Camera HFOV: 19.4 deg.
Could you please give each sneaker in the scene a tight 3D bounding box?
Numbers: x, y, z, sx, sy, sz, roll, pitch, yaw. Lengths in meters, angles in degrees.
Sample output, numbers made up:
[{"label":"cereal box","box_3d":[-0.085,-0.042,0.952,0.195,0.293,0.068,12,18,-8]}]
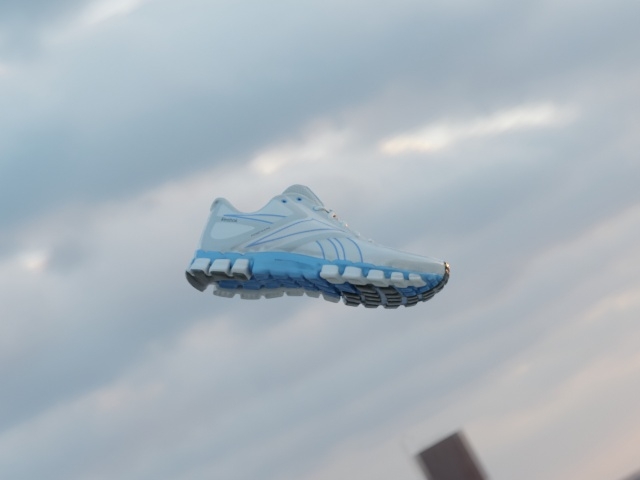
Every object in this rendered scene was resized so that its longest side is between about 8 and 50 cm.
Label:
[{"label":"sneaker","box_3d":[0.000,0.000,1.340,0.191,0.083,0.071,6,-20,11]}]
